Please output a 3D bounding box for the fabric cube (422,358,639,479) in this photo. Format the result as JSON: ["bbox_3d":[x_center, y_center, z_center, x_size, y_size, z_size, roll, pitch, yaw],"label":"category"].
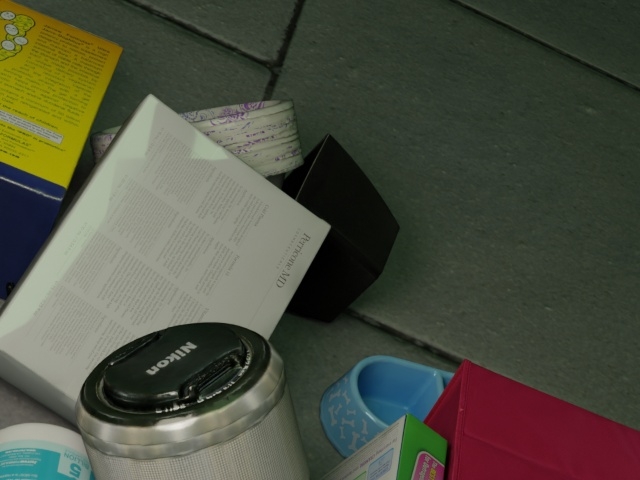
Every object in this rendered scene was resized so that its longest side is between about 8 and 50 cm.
[{"bbox_3d":[0.223,0.346,1.764,0.258,0.254,0.259,22,39,-7],"label":"fabric cube"}]

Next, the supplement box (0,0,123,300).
[{"bbox_3d":[-0.410,-0.126,1.935,0.195,0.194,0.356,22,38,-10],"label":"supplement box"}]

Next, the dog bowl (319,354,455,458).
[{"bbox_3d":[0.148,0.242,1.978,0.297,0.074,0.166,16,40,-16],"label":"dog bowl"}]

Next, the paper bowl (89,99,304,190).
[{"bbox_3d":[-0.164,-0.100,2.038,0.284,0.148,0.284,-10,10,2],"label":"paper bowl"}]

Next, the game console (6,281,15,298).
[{"bbox_3d":[-0.331,0.117,1.815,0.071,0.107,0.122,-15,49,-7],"label":"game console"}]

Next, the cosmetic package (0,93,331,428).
[{"bbox_3d":[-0.194,0.057,1.781,0.284,0.097,0.377,36,62,-12],"label":"cosmetic package"}]

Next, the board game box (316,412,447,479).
[{"bbox_3d":[0.023,0.369,1.613,0.064,0.242,0.316,37,36,-17],"label":"board game box"}]

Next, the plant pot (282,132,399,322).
[{"bbox_3d":[0.000,0.000,2.081,0.167,0.187,0.188,38,36,-9],"label":"plant pot"}]

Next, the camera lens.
[{"bbox_3d":[-0.124,0.240,1.566,0.219,0.274,0.219,-10,24,5],"label":"camera lens"}]

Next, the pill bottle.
[{"bbox_3d":[-0.304,0.327,1.529,0.146,0.146,0.264,18,40,-15],"label":"pill bottle"}]
